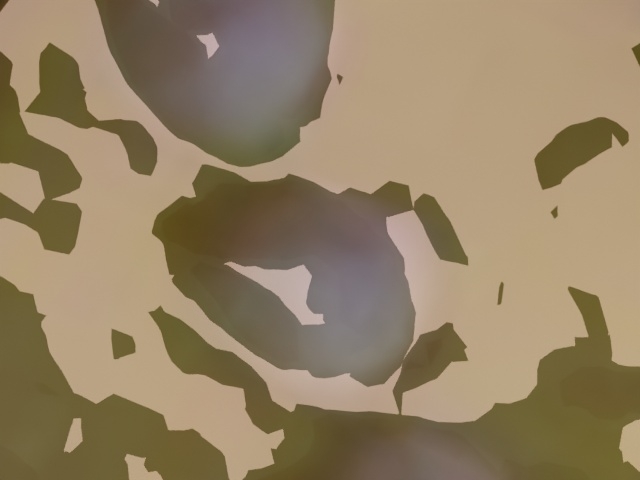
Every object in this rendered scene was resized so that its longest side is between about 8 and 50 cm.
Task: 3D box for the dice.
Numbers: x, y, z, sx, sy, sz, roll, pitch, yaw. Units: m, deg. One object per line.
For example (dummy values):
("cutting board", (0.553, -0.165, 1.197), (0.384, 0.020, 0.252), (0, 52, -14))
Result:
("dice", (0.000, 0.000, 0.551), (0.238, 0.227, 0.233), (24, 97, -5))
